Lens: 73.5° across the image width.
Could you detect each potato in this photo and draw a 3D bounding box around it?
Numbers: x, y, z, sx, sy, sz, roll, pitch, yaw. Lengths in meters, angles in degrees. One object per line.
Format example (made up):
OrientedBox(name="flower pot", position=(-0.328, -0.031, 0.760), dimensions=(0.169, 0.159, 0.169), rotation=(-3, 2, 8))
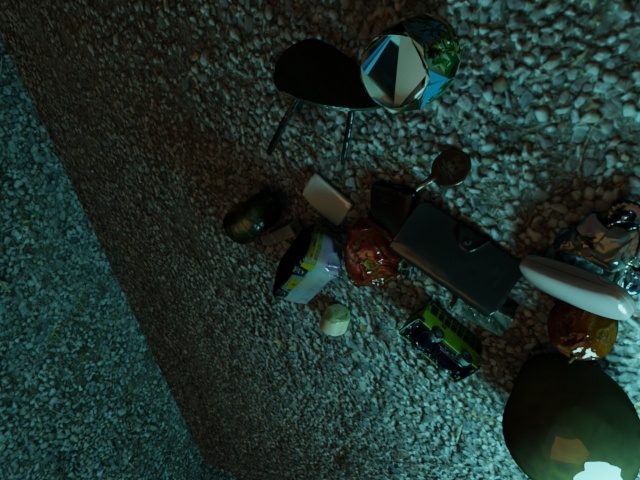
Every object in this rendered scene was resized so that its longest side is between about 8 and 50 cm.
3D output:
OrientedBox(name="potato", position=(0.000, 0.000, 1.605), dimensions=(0.103, 0.066, 0.096), rotation=(16, 129, 25))

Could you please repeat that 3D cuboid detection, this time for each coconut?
OrientedBox(name="coconut", position=(0.057, 0.326, 1.733), dimensions=(0.116, 0.116, 0.122), rotation=(30, 127, 18))

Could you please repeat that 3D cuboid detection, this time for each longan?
OrientedBox(name="longan", position=(0.712, 0.541, 1.247), dimensions=(0.404, 0.335, 0.405), rotation=(171, 90, -71))

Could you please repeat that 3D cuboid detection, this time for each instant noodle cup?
OrientedBox(name="instant noodle cup", position=(0.217, -0.444, 1.089), dimensions=(0.240, 0.178, 0.240), rotation=(19, 128, 26))

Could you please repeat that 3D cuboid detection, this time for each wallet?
OrientedBox(name="wallet", position=(0.407, 0.051, 1.287), dimensions=(0.377, 0.051, 0.197), rotation=(36, 99, 8))
OrientedBox(name="wallet", position=(0.023, -0.145, 1.520), dimensions=(0.183, 0.032, 0.124), rotation=(42, 134, 10))
OrientedBox(name="wallet", position=(0.235, -0.037, 1.422), dimensions=(0.172, 0.045, 0.318), rotation=(19, 129, 31))

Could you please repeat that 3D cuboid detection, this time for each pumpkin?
OrientedBox(name="pumpkin", position=(-0.251, -0.085, 1.624), dimensions=(0.237, 0.238, 0.159), rotation=(-19, 109, 42))

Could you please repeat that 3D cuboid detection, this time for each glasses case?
OrientedBox(name="glasses case", position=(0.648, 0.115, 1.105), dimensions=(0.113, 0.075, 0.297), rotation=(47, 174, -28))

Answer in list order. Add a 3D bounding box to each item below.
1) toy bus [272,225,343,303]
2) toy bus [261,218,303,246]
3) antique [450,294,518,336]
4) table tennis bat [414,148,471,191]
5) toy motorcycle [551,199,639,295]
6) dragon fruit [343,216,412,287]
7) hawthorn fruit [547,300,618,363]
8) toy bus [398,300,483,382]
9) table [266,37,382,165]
OrientedBox(name="toy bus", position=(-0.044, 0.098, 1.575), dimensions=(0.162, 0.171, 0.386), rotation=(17, 150, -13))
OrientedBox(name="toy bus", position=(-0.152, -0.026, 1.691), dimensions=(0.190, 0.075, 0.064), rotation=(-21, 104, 41))
OrientedBox(name="antique", position=(0.507, 0.206, 1.347), dimensions=(0.182, 0.086, 0.088), rotation=(28, 129, 20))
OrientedBox(name="table tennis bat", position=(0.369, -0.184, 1.260), dimensions=(0.169, 0.119, 0.108), rotation=(-30, 68, 24))
OrientedBox(name="toy motorcycle", position=(0.701, 0.026, 1.085), dimensions=(0.204, 0.108, 0.239), rotation=(-5, 91, 32))
OrientedBox(name="dragon fruit", position=(0.188, 0.072, 1.409), dimensions=(0.211, 0.134, 0.262), rotation=(6, 124, 37))
OrientedBox(name="hawthorn fruit", position=(0.709, 0.237, 1.156), dimensions=(0.173, 0.179, 0.174), rotation=(3, 123, 5))
OrientedBox(name="toy bus", position=(0.410, 0.337, 1.457), dimensions=(0.262, 0.150, 0.128), rotation=(41, 133, 1))
OrientedBox(name="table", position=(-0.032, -0.372, 1.244), dimensions=(0.317, 0.317, 0.249), rotation=(39, 141, 9))
